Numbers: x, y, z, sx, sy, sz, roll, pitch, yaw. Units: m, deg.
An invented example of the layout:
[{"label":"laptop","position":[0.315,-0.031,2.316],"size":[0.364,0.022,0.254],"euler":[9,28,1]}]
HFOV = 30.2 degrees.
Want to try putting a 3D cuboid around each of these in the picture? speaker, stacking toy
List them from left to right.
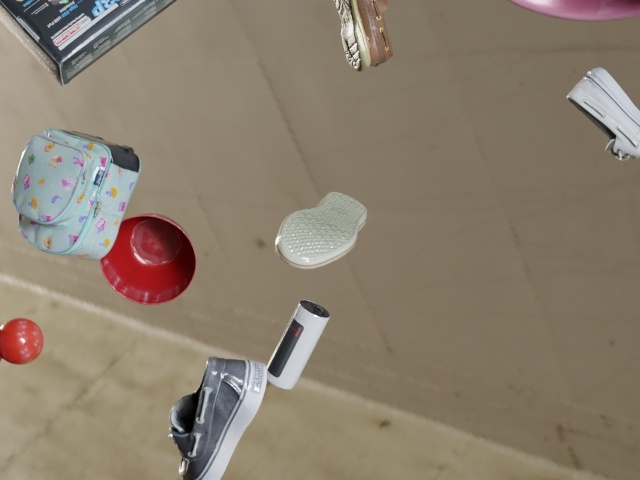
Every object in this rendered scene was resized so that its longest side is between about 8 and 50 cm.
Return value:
[{"label":"stacking toy","position":[-0.685,0.199,2.227],"size":[0.141,0.330,0.141],"euler":[-8,90,-88]},{"label":"speaker","position":[-0.036,0.161,1.840],"size":[0.055,0.136,0.055],"euler":[25,16,-8]}]

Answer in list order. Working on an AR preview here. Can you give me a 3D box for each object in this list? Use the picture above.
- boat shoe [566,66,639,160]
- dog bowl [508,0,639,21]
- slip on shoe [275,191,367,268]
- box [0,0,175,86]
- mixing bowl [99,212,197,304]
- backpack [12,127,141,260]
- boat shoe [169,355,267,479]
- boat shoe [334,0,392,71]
[{"label":"boat shoe","position":[0.466,-0.157,1.807],"size":[0.226,0.076,0.083],"euler":[50,0,12]},{"label":"dog bowl","position":[0.399,-0.472,1.747],"size":[0.408,0.150,0.408],"euler":[10,-19,3]},{"label":"slip on shoe","position":[0.000,0.000,2.087],"size":[0.123,0.331,0.101],"euler":[28,-70,7]},{"label":"box","position":[-0.220,-0.282,1.139],"size":[0.175,0.220,0.051],"euler":[46,-17,8]},{"label":"mixing bowl","position":[-0.316,0.018,2.222],"size":[0.181,0.181,0.098],"euler":[53,15,-18]},{"label":"backpack","position":[-0.379,-0.066,1.799],"size":[0.166,0.188,0.144],"euler":[19,9,32]},{"label":"boat shoe","position":[-0.170,0.265,1.706],"size":[0.102,0.108,0.301],"euler":[15,-41,-13]},{"label":"boat shoe","position":[0.056,-0.318,1.580],"size":[0.064,0.060,0.178],"euler":[-152,-132,-65]}]
